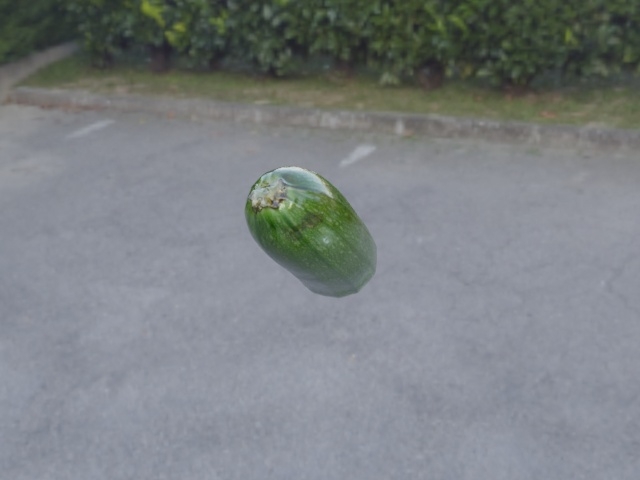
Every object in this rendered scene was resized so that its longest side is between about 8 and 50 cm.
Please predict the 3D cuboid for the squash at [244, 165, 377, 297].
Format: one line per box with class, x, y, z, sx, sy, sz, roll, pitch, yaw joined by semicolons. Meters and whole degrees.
squash;0.000;0.000;0.663;0.077;0.068;0.219;8;-12;13
